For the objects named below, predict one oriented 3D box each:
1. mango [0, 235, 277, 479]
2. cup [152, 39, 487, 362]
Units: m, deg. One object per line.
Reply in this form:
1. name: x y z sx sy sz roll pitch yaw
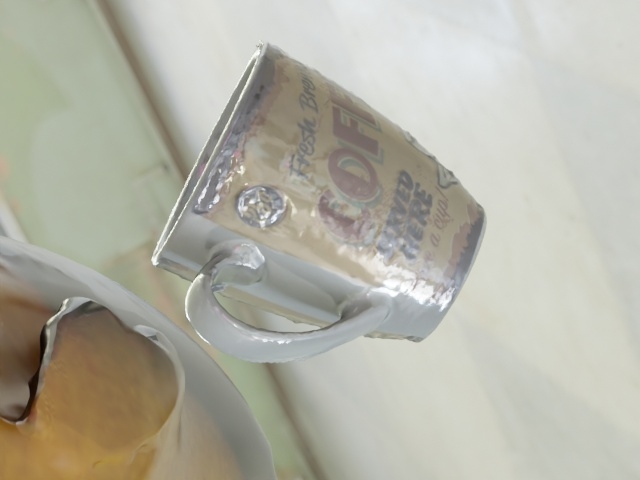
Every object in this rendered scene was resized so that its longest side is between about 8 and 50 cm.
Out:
1. mango: -0.111 0.085 0.419 0.153 0.201 0.287 20 169 13
2. cup: 0.000 0.000 1.683 0.257 0.301 0.227 26 135 -4
